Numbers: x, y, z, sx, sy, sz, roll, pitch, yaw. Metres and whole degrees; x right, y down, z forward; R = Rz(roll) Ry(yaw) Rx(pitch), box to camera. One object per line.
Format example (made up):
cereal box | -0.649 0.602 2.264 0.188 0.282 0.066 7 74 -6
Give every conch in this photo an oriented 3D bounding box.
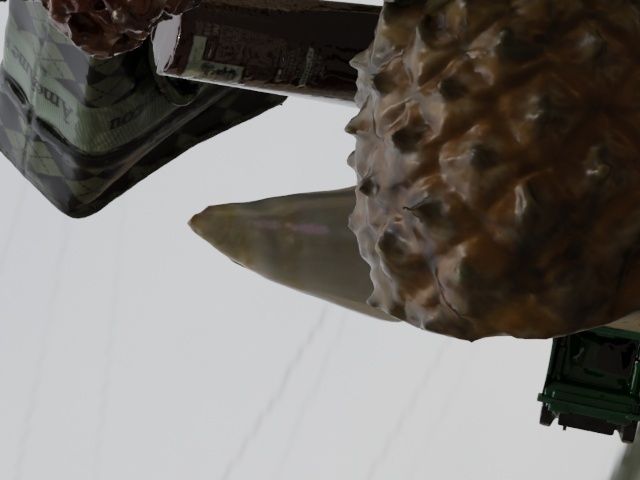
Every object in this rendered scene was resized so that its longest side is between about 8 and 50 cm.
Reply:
conch | 0.000 0.012 1.156 0.176 0.104 0.094 -7 -71 -12

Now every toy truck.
toy truck | 0.173 0.073 1.078 0.147 0.065 0.079 -38 -42 -75

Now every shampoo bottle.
shampoo bottle | 0.004 -0.131 1.203 0.236 0.068 0.067 6 -108 -23

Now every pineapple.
pineapple | 0.058 -0.094 0.565 0.128 0.128 0.248 -12 -85 -44

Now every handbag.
handbag | -0.114 -0.243 1.532 0.317 0.180 0.416 -28 -27 -33

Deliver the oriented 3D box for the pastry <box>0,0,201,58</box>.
pastry | -0.138 -0.190 0.897 0.115 0.208 0.097 -43 -8 17
